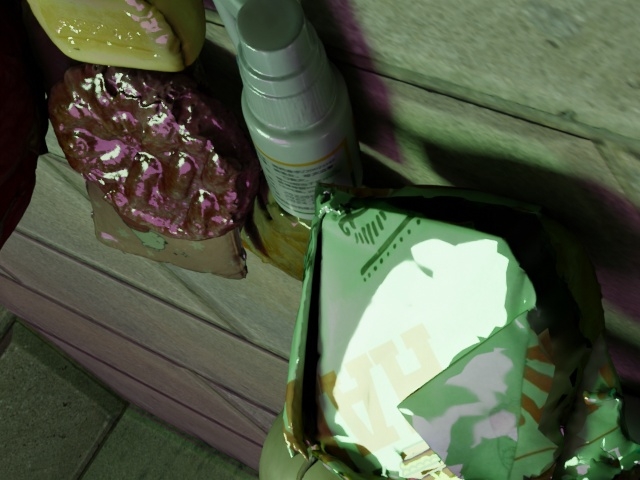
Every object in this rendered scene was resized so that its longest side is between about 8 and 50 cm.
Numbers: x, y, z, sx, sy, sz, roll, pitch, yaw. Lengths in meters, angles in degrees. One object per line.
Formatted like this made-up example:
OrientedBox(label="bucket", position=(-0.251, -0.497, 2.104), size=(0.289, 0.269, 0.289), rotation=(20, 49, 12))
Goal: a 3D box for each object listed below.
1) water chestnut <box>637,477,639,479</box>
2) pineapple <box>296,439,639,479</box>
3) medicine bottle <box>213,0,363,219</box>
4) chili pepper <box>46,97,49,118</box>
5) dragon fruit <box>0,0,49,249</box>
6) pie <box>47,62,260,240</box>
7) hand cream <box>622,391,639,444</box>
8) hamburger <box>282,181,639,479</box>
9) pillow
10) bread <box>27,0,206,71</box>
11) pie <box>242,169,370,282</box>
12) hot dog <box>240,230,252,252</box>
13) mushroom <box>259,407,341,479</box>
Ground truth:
OrientedBox(label="water chestnut", position=(0.311, 0.215, 0.833), size=(0.347, 0.335, 0.335), rotation=(3, -170, -41))
OrientedBox(label="pineapple", position=(0.127, 0.155, 1.133), size=(0.272, 0.262, 0.262), rotation=(56, 178, 24))
OrientedBox(label="medicine bottle", position=(-0.023, -0.087, 0.968), size=(0.092, 0.061, 0.221), rotation=(49, 172, 18))
OrientedBox(label="chili pepper", position=(-0.141, -0.078, 1.262), size=(0.123, 0.073, 0.070), rotation=(42, -154, -29))
OrientedBox(label="dragon fruit", position=(-0.338, -0.089, 1.151), size=(0.329, 0.329, 0.329), rotation=(31, 168, 7))
OrientedBox(label="pie", position=(-0.109, -0.058, 1.102), size=(0.154, 0.036, 0.154), rotation=(19, 142, 15))
OrientedBox(label="hand cream", position=(0.266, 0.153, 1.200), size=(0.340, 0.078, 0.124), rotation=(10, 152, 42))
OrientedBox(label="hamburger", position=(0.091, 0.074, 0.972), size=(0.235, 0.214, 0.125), rotation=(6, -164, 28))
OrientedBox(label="pillow", position=(-0.118, -0.070, 1.165), size=(0.135, 0.049, 0.248), rotation=(17, 146, 22))
OrientedBox(label="bread", position=(-0.115, -0.140, 0.979), size=(0.115, 0.056, 0.082), rotation=(9, 144, 40))
OrientedBox(label="pie", position=(0.000, 0.000, 1.207), size=(0.128, 0.068, 0.282), rotation=(39, 168, 0))
OrientedBox(label="hot dog", position=(-0.062, -0.021, 1.369), size=(0.056, 0.041, 0.133), rotation=(33, 176, 36))
OrientedBox(label="mushroom", position=(0.101, 0.269, 1.426), size=(0.362, 0.295, 0.362), rotation=(31, -176, -3))
